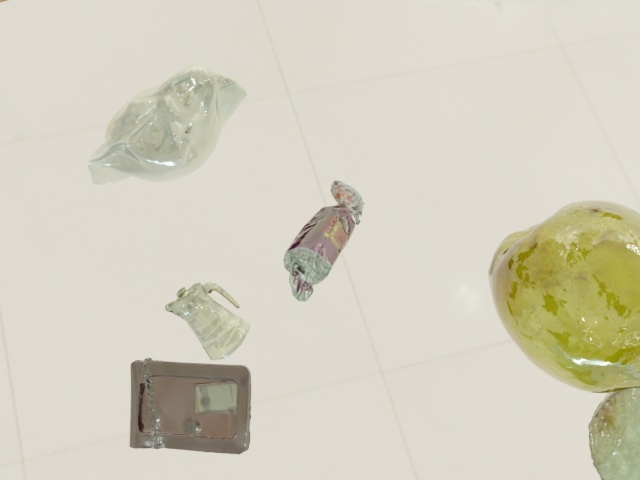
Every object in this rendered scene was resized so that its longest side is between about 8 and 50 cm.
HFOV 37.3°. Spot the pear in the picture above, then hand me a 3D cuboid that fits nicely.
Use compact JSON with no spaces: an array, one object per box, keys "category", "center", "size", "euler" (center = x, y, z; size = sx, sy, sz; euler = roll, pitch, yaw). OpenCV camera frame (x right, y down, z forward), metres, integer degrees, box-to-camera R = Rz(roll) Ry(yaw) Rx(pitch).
[{"category":"pear","center":[0.269,0.053,0.952],"size":[0.200,0.200,0.200],"euler":[3,62,-5]}]

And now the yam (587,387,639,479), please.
[{"category":"yam","center":[0.461,0.222,1.237],"size":[0.168,0.168,0.304],"euler":[42,27,15]}]

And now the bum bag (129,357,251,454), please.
[{"category":"bum bag","center":[-0.155,0.197,1.130],"size":[0.159,0.026,0.109],"euler":[1,87,17]}]

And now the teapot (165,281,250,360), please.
[{"category":"teapot","center":[-0.119,0.079,1.007],"size":[0.083,0.057,0.067],"euler":[45,59,-19]}]

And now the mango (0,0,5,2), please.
[{"category":"mango","center":[-0.398,-0.368,1.082],"size":[0.350,0.199,0.201],"euler":[-1,66,-13]}]

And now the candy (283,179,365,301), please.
[{"category":"candy","center":[0.000,0.000,0.882],"size":[0.045,0.043,0.175],"euler":[46,36,-10]}]

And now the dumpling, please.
[{"category":"dumpling","center":[-0.201,-0.146,1.195],"size":[0.229,0.151,0.124],"euler":[-37,70,-2]}]
